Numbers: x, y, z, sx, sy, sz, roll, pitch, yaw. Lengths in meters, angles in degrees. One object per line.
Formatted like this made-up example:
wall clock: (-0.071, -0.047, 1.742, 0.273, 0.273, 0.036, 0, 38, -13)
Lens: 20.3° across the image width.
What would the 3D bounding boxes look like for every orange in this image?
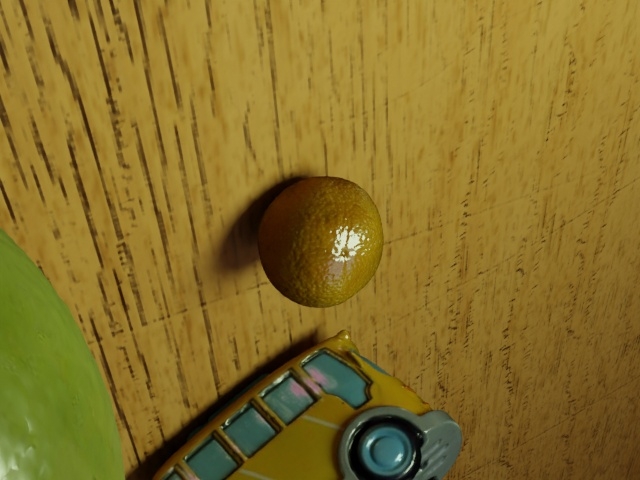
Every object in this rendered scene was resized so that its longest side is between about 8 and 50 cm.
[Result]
orange: (0.000, 0.000, 1.050, 0.085, 0.085, 0.085, -34, 155, -18)

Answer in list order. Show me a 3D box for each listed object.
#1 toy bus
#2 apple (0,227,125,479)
toy bus: (-0.016, 0.162, 1.219, 0.209, 0.136, 0.126, -39, 156, -9)
apple: (-0.213, 0.099, 0.624, 0.292, 0.292, 0.254, -25, 131, -35)
